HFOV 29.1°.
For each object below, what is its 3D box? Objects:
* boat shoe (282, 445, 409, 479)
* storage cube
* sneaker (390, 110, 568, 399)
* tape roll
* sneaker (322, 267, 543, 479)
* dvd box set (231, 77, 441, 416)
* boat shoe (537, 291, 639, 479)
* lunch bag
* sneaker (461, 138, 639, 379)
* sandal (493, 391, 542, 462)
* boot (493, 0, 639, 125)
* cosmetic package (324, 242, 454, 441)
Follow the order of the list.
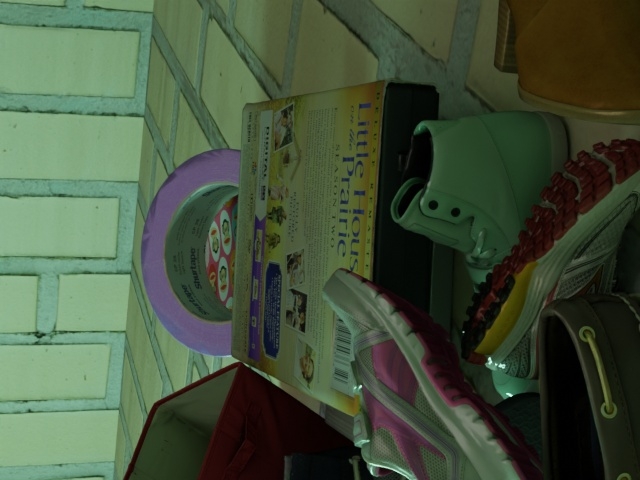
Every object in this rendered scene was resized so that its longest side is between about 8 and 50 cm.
[{"bbox_3d":[0.019,0.375,1.274,0.127,0.158,0.340,124,152,-71],"label":"boat shoe"},{"bbox_3d":[-0.098,0.284,1.412,0.215,0.193,0.183,-28,33,44],"label":"storage cube"},{"bbox_3d":[0.126,0.017,1.050,0.094,0.151,0.256,-171,81,-71],"label":"sneaker"},{"bbox_3d":[-0.109,0.017,1.646,0.275,0.090,0.275,-2,86,34],"label":"tape roll"},{"bbox_3d":[0.064,0.128,0.986,0.111,0.103,0.252,-43,57,12],"label":"sneaker"},{"bbox_3d":[0.000,0.000,1.270,0.420,0.062,0.307,-174,86,-69],"label":"dvd box set"},{"bbox_3d":[0.203,0.199,0.887,0.116,0.097,0.324,-172,83,-72],"label":"boat shoe"},{"bbox_3d":[-0.110,0.047,1.840,0.293,0.120,0.258,157,112,-70],"label":"lunch bag"},{"bbox_3d":[0.198,0.017,0.956,0.225,0.093,0.088,-60,11,31],"label":"sneaker"},{"bbox_3d":[0.147,0.239,1.064,0.054,0.097,0.254,-122,37,-60],"label":"sandal"},{"bbox_3d":[0.200,-0.208,0.904,0.295,0.104,0.211,-123,37,-67],"label":"boot"},{"bbox_3d":[0.071,0.092,1.305,0.127,0.107,0.238,-160,74,-70],"label":"cosmetic package"}]
